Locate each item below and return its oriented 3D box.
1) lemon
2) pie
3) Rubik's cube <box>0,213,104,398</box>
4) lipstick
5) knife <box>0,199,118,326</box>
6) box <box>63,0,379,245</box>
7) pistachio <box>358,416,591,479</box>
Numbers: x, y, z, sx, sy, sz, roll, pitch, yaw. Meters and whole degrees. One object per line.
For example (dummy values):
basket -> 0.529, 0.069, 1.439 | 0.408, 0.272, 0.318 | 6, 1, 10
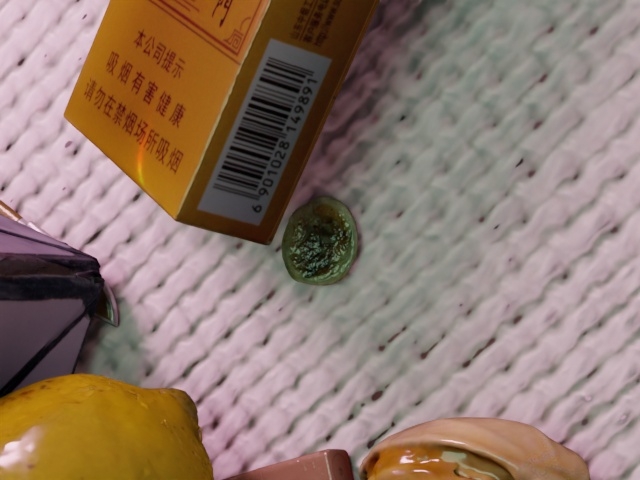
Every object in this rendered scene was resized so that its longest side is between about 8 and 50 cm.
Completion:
lemon -> -0.224, 0.246, 1.740 | 0.310, 0.258, 0.258 | -39, 65, -13
pie -> 0.000, 0.000, 1.823 | 0.085, 0.017, 0.085 | -3, 83, 27
Rubik's cube -> -0.427, 0.107, 1.872 | 0.305, 0.310, 0.307 | 23, 100, 25
lipstick -> -0.042, 0.229, 1.806 | 0.145, 0.045, 0.045 | -20, 77, 26
knife -> -0.287, 0.006, 1.974 | 0.256, 0.022, 0.046 | 37, 106, 22
box -> -0.062, -0.239, 1.763 | 0.264, 0.116, 0.415 | 41, 111, 52
pistachio -> 0.119, 0.227, 1.673 | 0.229, 0.157, 0.157 | -5, 83, 34
